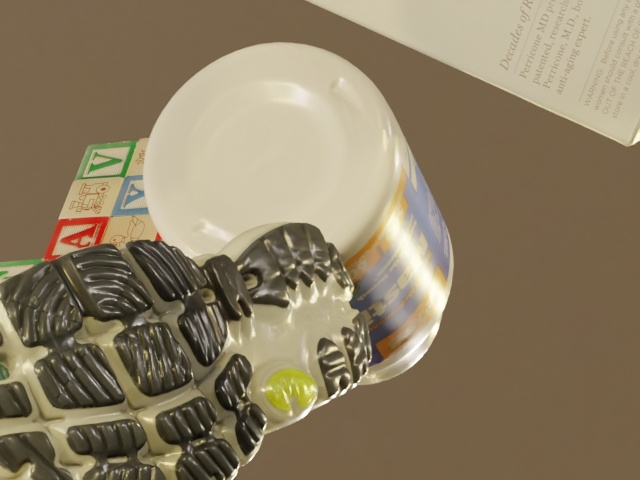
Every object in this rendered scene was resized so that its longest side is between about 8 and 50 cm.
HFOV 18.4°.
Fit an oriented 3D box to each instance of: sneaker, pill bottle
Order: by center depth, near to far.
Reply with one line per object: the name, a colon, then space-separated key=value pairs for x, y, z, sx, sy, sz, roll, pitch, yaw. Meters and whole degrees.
sneaker: x=-0.076 y=0.064 z=0.831 sx=0.110 sy=0.107 sz=0.275 roll=-27 pitch=-10 yaw=27
pill bottle: x=0.000 y=0.000 z=1.231 sx=0.152 sy=0.152 sz=0.272 roll=-34 pitch=-25 yaw=0

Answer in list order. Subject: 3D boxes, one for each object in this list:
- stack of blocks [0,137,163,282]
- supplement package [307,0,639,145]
stack of blocks: x=-0.154 y=0.056 z=1.423 sx=0.171 sy=0.297 sz=0.087 roll=-3 pitch=-46 yaw=18
supplement package: x=0.060 y=-0.121 z=0.689 sx=0.105 sy=0.179 sz=0.105 roll=-27 pitch=-40 yaw=-64
